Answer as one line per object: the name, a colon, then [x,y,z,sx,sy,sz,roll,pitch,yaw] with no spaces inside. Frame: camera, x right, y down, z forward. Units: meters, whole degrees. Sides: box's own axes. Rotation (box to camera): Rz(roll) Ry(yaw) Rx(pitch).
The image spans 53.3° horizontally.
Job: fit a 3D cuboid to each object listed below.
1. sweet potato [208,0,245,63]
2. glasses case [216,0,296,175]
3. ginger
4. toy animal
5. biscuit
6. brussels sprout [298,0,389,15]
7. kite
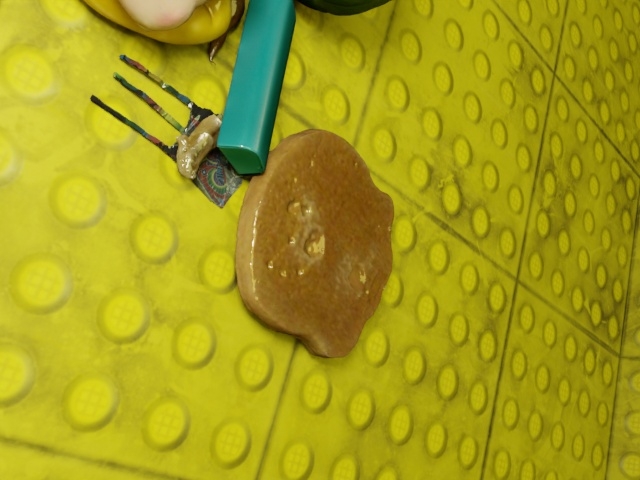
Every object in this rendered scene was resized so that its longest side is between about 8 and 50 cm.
sweet potato: [-0.158,-0.388,1.077,0.056,0.056,0.194,22,78,-39]
glasses case: [-0.097,-0.267,1.070,0.117,0.070,0.300,57,38,-69]
ginger: [-0.187,-0.159,1.019,0.137,0.044,0.057,-54,142,-28]
toy animal: [-0.179,-0.429,0.908,0.345,0.247,0.277,-50,123,-23]
biscuit: [-0.002,0.000,1.176,0.365,0.062,0.385,41,61,-34]
brussels sprout: [0.028,-0.557,1.102,0.354,0.281,0.289,59,11,14]
kite: [-0.224,-0.179,1.020,0.285,0.015,0.152,34,64,-35]
